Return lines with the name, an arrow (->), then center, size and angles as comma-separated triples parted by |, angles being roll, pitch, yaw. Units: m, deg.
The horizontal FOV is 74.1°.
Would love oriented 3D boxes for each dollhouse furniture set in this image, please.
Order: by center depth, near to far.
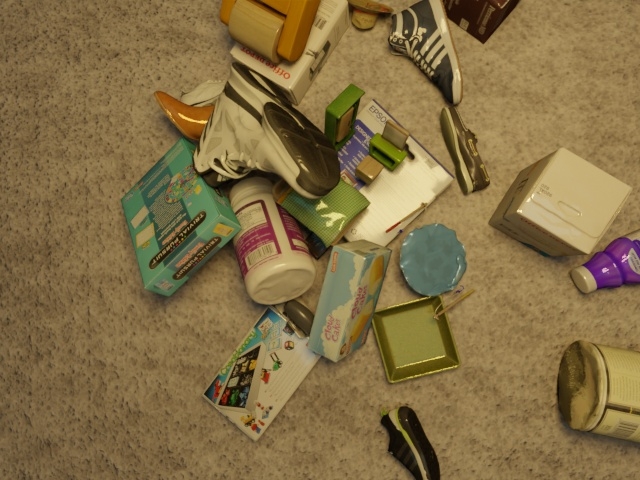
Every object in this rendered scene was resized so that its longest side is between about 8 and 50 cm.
dollhouse furniture set -> 0.047, -0.168, 0.972 | 0.197, 0.151, 0.301 | 38, 72, 10

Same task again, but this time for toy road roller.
toy road roller -> -0.071, -0.614, 1.004 | 0.202, 0.240, 0.330 | 33, 126, 8

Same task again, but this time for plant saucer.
plant saucer -> 0.241, 0.249, 1.088 | 0.188, 0.045, 0.188 | -16, 85, 6

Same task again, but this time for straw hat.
straw hat -> 0.119, -0.602, 1.135 | 0.144, 0.144, 0.061 | 21, 130, 7

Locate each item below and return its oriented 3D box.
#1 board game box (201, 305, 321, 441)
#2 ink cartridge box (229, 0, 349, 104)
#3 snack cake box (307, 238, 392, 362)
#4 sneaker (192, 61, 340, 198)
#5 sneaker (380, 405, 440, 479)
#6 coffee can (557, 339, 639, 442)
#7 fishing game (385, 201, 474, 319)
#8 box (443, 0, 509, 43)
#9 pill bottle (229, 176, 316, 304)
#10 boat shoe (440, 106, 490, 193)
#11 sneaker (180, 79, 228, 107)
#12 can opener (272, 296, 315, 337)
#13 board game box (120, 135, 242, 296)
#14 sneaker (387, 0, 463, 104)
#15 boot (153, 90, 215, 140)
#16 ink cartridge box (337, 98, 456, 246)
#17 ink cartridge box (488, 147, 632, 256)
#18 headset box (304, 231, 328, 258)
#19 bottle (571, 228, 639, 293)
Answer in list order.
board game box -> -0.148, 0.344, 1.124 | 0.193, 0.053, 0.305 | 37, 91, 8
ink cartridge box -> -0.078, -0.538, 1.131 | 0.198, 0.115, 0.273 | 33, 90, 7
snack cake box -> 0.071, 0.138, 1.019 | 0.089, 0.152, 0.265 | 22, 108, 28
sneaker -> -0.136, -0.178, 0.936 | 0.257, 0.169, 0.448 | -53, 49, 23
sneaker -> 0.223, 0.529, 1.073 | 0.097, 0.084, 0.235 | -25, 83, 29
coffee can -> 0.718, 0.349, 0.948 | 0.275, 0.201, 0.202 | 10, 88, 7
fishing game -> 0.279, 0.045, 1.060 | 0.189, 0.041, 0.264 | -35, 95, -15
box -> 0.401, -0.650, 1.054 | 0.203, 0.168, 0.167 | 41, 92, 7
pill bottle -> -0.133, -0.009, 1.045 | 0.169, 0.169, 0.302 | -26, 57, 5
boat shoe -> 0.369, -0.237, 1.084 | 0.068, 0.081, 0.228 | -18, 92, 3
sneaker -> -0.275, -0.405, 1.168 | 0.235, 0.090, 0.095 | -15, 70, 2
can opener -> -0.097, 0.124, 1.095 | 0.076, 0.095, 0.283 | -30, 76, -37
board game box -> -0.363, -0.069, 1.068 | 0.253, 0.079, 0.336 | -41, 53, 10
sneaker -> 0.267, -0.473, 1.098 | 0.153, 0.099, 0.282 | -15, 89, 11
boot -> -0.256, -0.334, 1.107 | 0.211, 0.104, 0.295 | -41, 116, 10
ink cartridge box -> 0.132, -0.154, 1.114 | 0.307, 0.072, 0.304 | -43, 82, 0
ink cartridge box -> 0.533, -0.076, 0.976 | 0.171, 0.232, 0.168 | 33, 91, 7
headset box -> 0.000, 0.000, 1.136 | 0.062, 0.032, 0.083 | 44, 94, 7
bottle -> 0.754, 0.041, 1.014 | 0.282, 0.092, 0.118 | -24, 86, 5
